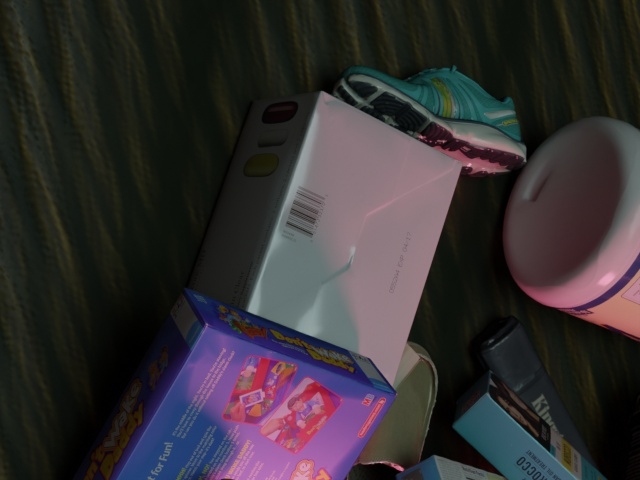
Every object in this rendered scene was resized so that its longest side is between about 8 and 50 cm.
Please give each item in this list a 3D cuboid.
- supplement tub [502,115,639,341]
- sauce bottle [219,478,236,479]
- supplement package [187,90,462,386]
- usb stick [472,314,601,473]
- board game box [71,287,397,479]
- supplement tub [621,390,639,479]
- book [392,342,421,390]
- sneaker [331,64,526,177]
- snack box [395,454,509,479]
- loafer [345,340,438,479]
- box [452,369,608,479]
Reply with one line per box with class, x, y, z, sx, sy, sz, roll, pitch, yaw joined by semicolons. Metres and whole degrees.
supplement tub;0.411;0.007;1.795;0.325;0.235;0.235;21;79;-30
sauce bottle;-0.160;0.384;1.416;0.111;0.111;0.344;29;104;-29
supplement package;0.000;0.000;1.591;0.204;0.145;0.261;25;77;-30
usb stick;0.273;0.220;1.821;0.077;0.045;0.278;-39;110;-27
board game box;-0.113;0.243;1.477;0.233;0.078;0.347;24;105;-30
supplement tub;0.468;0.356;1.809;0.207;0.207;0.338;27;61;-29
book;0.035;0.171;1.642;0.035;0.096;0.144;48;67;-23
sneaker;0.124;-0.152;1.713;0.275;0.107;0.110;16;63;-36
snack box;0.219;0.362;1.669;0.322;0.060;0.187;25;39;-49
loafer;0.071;0.241;1.668;0.102;0.092;0.268;32;74;-28
box;0.265;0.266;1.730;0.244;0.100;0.060;43;104;-2
